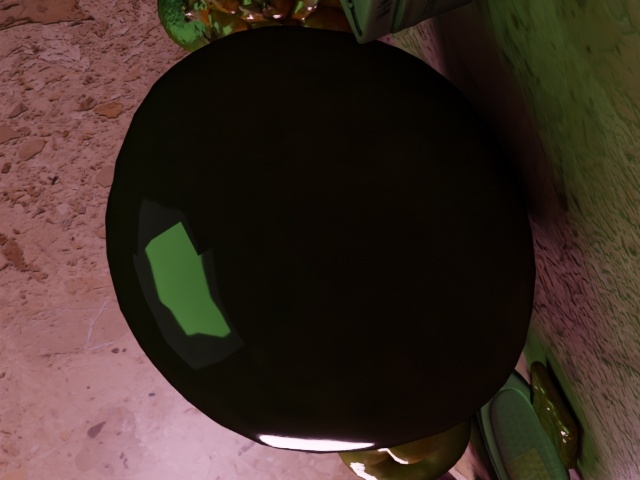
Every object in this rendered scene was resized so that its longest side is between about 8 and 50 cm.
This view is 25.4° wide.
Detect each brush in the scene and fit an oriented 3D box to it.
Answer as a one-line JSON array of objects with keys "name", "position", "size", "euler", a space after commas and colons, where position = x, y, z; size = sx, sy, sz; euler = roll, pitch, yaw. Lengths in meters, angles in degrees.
[{"name": "brush", "position": [0.183, 0.147, 1.402], "size": [0.060, 0.068, 0.296], "euler": [37, -151, -55]}]

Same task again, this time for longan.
[{"name": "longan", "position": [0.000, 0.000, 1.177], "size": [0.404, 0.336, 0.404], "euler": [38, -174, -5]}]

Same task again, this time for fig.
[{"name": "fig", "position": [-0.153, -0.406, 2.393], "size": [0.235, 0.203, 0.203], "euler": [-13, -99, -56]}]

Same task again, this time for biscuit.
[{"name": "biscuit", "position": [0.212, 0.159, 1.289], "size": [0.083, 0.018, 0.081], "euler": [75, 172, -56]}]

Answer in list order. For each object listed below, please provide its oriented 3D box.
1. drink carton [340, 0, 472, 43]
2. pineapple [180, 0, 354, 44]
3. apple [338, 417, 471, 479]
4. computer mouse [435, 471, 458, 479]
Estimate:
[{"name": "drink carton", "position": [0.035, -0.268, 1.010], "size": [0.134, 0.102, 0.222], "euler": [109, 138, -79]}, {"name": "pineapple", "position": [-0.069, -0.280, 1.432], "size": [0.286, 0.209, 0.344], "euler": [-127, 18, -73]}, {"name": "apple", "position": [0.102, 0.225, 1.831], "size": [0.200, 0.200, 0.200], "euler": [159, 90, -85]}, {"name": "computer mouse", "position": [0.158, 0.354, 1.903], "size": [0.158, 0.071, 0.310], "euler": [29, -179, -23]}]
